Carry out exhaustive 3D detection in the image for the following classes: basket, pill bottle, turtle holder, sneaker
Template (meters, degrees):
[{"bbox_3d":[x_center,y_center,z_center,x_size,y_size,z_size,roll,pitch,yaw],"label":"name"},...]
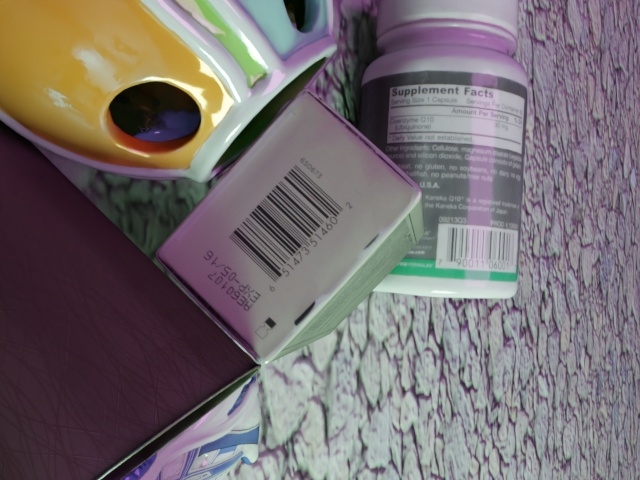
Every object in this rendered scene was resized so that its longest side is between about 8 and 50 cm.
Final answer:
[{"bbox_3d":[-0.184,0.049,0.441,0.227,0.204,0.154,53,-1,8],"label":"basket"},{"bbox_3d":[0.146,-0.114,0.857,0.204,0.204,0.361,7,86,-50],"label":"pill bottle"},{"bbox_3d":[-0.108,-0.167,0.485,0.227,0.243,0.320,43,11,-3],"label":"turtle holder"},{"bbox_3d":[-0.150,0.210,0.586,0.296,0.111,0.131,-29,119,-43],"label":"sneaker"}]

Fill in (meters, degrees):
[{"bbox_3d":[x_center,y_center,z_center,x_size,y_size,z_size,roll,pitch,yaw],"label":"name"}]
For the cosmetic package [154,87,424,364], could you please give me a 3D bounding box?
[{"bbox_3d":[0.000,0.000,0.604,0.160,0.113,0.309,-47,172,2],"label":"cosmetic package"}]
